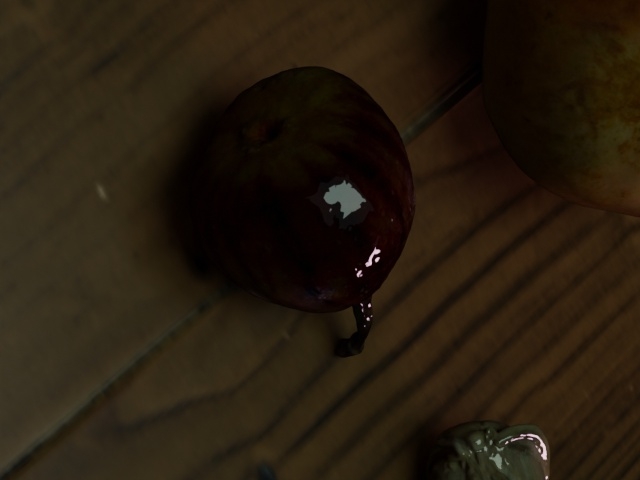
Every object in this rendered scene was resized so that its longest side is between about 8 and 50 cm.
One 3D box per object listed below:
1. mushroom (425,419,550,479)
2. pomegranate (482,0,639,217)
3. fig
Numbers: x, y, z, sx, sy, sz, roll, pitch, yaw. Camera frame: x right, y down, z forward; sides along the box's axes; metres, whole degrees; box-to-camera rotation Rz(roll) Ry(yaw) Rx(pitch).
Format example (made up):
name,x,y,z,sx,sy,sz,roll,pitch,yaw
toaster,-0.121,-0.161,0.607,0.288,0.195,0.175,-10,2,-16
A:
name,x,y,z,sx,sy,sz,roll,pitch,yaw
mushroom,0.184,0.317,1.252,0.177,0.126,0.397,-47,113,-39
pomegranate,0.245,-0.144,1.264,0.252,0.270,0.229,3,114,-5
fig,0.000,-0.013,1.116,0.202,0.148,0.149,57,24,-5
